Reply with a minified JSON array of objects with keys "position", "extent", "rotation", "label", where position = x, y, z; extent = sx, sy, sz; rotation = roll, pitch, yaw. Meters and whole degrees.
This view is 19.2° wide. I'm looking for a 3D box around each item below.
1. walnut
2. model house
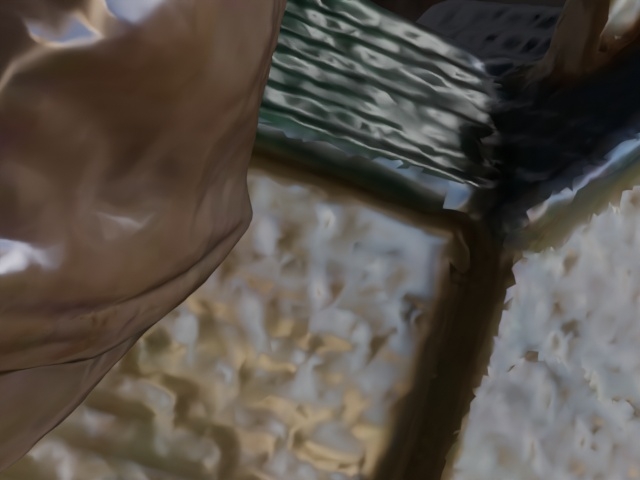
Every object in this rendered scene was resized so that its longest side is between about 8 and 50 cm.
[{"position":[-0.138,-0.057,0.521],"extent":[0.227,0.273,0.273],"rotation":[-166,-114,-80],"label":"walnut"},{"position":[0.000,0.000,0.946],"extent":[0.382,0.334,0.343],"rotation":[16,92,-27],"label":"model house"}]
